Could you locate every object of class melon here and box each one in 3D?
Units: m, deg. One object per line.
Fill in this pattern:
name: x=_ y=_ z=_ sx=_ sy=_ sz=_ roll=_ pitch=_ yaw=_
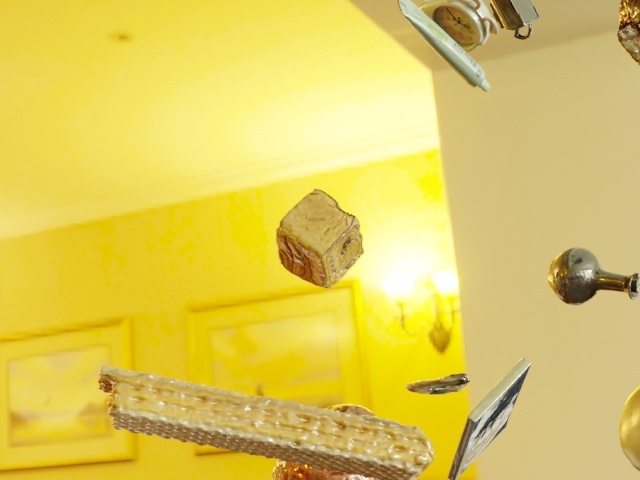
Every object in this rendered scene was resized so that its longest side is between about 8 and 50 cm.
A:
melon: x=0.801 y=0.408 z=2.233 sx=0.308 sy=0.272 sz=0.272 roll=-43 pitch=-28 yaw=21

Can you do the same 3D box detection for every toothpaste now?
toothpaste: x=0.168 y=-0.261 z=1.365 sx=0.029 sy=0.048 sz=0.197 roll=-34 pitch=-52 yaw=28

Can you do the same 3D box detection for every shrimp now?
shrimp: x=0.287 y=0.311 z=2.213 sx=0.195 sy=0.035 sz=0.148 roll=3 pitch=-20 yaw=-37

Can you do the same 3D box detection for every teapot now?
teapot: x=0.482 y=-0.591 z=2.587 sx=0.096 sy=0.177 sz=0.087 roll=-24 pitch=8 yaw=47

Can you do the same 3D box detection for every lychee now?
lychee: x=0.023 y=0.404 z=1.827 sx=0.255 sy=0.300 sz=0.255 roll=-34 pitch=0 yaw=0

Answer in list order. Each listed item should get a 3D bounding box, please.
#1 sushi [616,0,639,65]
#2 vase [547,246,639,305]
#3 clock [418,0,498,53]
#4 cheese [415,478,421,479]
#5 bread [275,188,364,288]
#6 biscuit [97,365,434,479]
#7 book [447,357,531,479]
sushi: x=0.649 y=-0.372 z=1.752 sx=0.343 sy=0.196 sz=0.182 roll=5 pitch=-39 yaw=-36
vase: x=0.553 y=0.078 z=2.031 sx=0.183 sy=0.120 sz=0.120 roll=8 pitch=-1 yaw=40
clock: x=0.320 y=-0.502 z=2.300 sx=0.151 sy=0.062 sz=0.191 roll=50 pitch=-26 yaw=-20
cheese: x=0.124 y=0.349 z=1.407 sx=0.145 sy=0.038 sz=0.095 roll=38 pitch=4 yaw=0
bread: x=0.000 y=0.000 z=2.202 sx=0.158 sy=0.143 sz=0.149 roll=-39 pitch=-34 yaw=-30
biscuit: x=-0.063 y=0.208 z=1.128 sx=0.379 sy=0.054 sz=0.094 roll=13 pitch=-24 yaw=-7
book: x=0.344 y=0.372 z=2.077 sx=0.191 sy=0.025 sz=0.269 roll=-40 pitch=-26 yaw=-29
